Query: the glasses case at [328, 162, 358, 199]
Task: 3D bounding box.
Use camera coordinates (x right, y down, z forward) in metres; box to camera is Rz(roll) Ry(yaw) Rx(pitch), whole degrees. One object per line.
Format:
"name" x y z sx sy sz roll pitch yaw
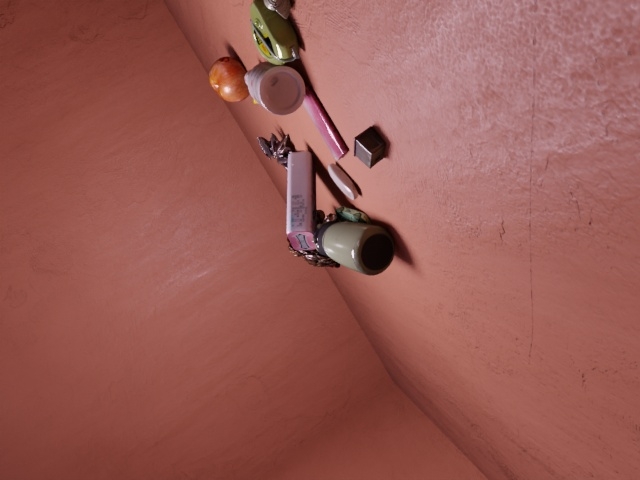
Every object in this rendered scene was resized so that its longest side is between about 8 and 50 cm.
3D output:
"glasses case" 0.077 -0.204 1.524 0.164 0.041 0.063 52 172 32

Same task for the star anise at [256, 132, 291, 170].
"star anise" -0.177 -0.402 2.061 0.283 0.129 0.212 46 174 21

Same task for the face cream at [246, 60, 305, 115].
"face cream" -0.165 -0.515 1.452 0.145 0.145 0.370 63 177 -31

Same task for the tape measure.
"tape measure" -0.128 -0.568 1.221 0.177 0.087 0.154 59 160 -15

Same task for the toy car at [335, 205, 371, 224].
"toy car" 0.123 -0.085 1.642 0.186 0.058 0.093 26 151 52

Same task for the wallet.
"wallet" 0.009 -0.364 1.390 0.232 0.025 0.119 59 173 -4

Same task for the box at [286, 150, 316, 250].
"box" -0.069 -0.164 1.765 0.190 0.112 0.370 76 -167 -68

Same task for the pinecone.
"pinecone" 0.002 -0.007 1.967 0.296 0.298 0.242 110 173 -68

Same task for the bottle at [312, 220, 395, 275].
"bottle" 0.099 0.011 1.555 0.347 0.168 0.168 18 140 60

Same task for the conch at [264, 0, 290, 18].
"conch" -0.101 -0.592 1.095 0.076 0.056 0.085 43 -154 -15

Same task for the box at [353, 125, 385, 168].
"box" 0.123 -0.230 1.103 0.063 0.060 0.085 50 169 19

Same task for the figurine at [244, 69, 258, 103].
"figurine" -0.224 -0.607 1.712 0.129 0.109 0.178 26 159 20

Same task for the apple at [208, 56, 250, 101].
"apple" -0.423 -0.747 2.054 0.209 0.164 0.209 53 170 14
